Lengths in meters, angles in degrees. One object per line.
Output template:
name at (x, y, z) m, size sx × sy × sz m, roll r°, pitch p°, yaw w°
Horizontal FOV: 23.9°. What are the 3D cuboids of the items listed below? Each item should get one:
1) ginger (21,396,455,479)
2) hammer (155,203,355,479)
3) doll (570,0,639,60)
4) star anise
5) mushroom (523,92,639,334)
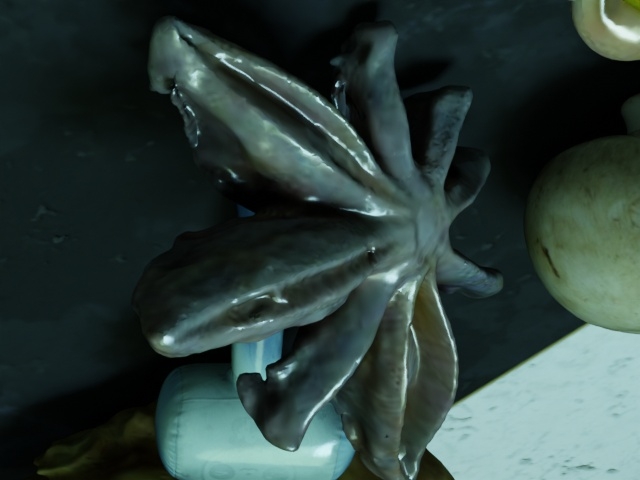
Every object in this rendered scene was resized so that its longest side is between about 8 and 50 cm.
ginger at (-0.069, 0.169, 0.949) m, size 0.321 × 0.172 × 0.165 m, roll -5°, pitch -177°, yaw -1°
hammer at (-0.030, 0.050, 0.820) m, size 0.116 × 0.069 × 0.194 m, roll 2°, pitch 120°, yaw -4°
doll at (0.147, -0.173, 0.493) m, size 0.423 × 0.161 × 0.348 m, roll 2°, pitch 149°, yaw 7°
star anise at (-0.003, -0.002, 0.708) m, size 0.110 × 0.198 × 0.257 m, roll 10°, pitch 168°, yaw 42°
mushroom at (0.187, -0.014, 0.781) m, size 0.166 × 0.127 × 0.166 m, roll 1°, pitch 166°, yaw 0°
